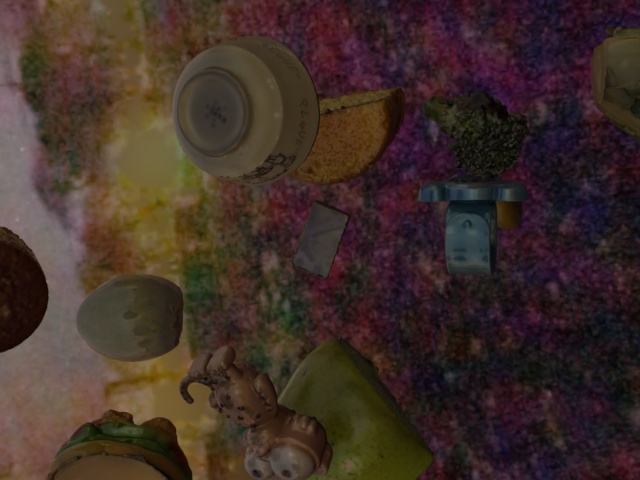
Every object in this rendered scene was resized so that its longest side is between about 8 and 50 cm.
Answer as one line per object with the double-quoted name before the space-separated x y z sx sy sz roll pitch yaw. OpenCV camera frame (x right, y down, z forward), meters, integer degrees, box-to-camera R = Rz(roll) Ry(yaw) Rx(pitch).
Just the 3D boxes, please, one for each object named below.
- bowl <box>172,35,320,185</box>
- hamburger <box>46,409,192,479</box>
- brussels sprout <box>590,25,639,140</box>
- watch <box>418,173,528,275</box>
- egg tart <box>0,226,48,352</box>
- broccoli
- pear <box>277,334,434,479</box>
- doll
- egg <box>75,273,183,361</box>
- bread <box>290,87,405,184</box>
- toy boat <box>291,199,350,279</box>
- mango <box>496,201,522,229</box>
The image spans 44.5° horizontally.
"bowl" -0.133 -0.196 1.196 0.126 0.238 0.237 -18 -78 -62
"hamburger" -0.304 0.368 1.203 0.149 0.237 0.237 -94 1 -66
"brussels sprout" 0.681 -0.294 1.388 0.276 0.372 0.314 -31 -71 -76
"watch" 0.304 -0.029 1.553 0.211 0.211 0.193 -145 52 -73
"egg tart" -0.456 0.074 1.039 0.147 0.203 0.202 10 110 57
"broccoli" 0.274 -0.224 1.511 0.145 0.165 0.304 -59 24 14
"pear" 0.006 0.375 1.529 0.238 0.318 0.342 43 -176 -31
"doll" -0.102 0.287 1.261 0.278 0.154 0.119 46 -143 -15
"egg" -0.392 0.157 1.605 0.183 0.217 0.182 -178 90 -88
"bread" 0.029 -0.217 1.721 0.194 0.340 0.178 -73 -28 -71
"toy boat" 0.000 0.000 1.183 0.016 0.063 0.115 -51 -17 -66
"mango" 0.479 -0.088 2.058 0.191 0.086 0.122 -11 -88 -62
